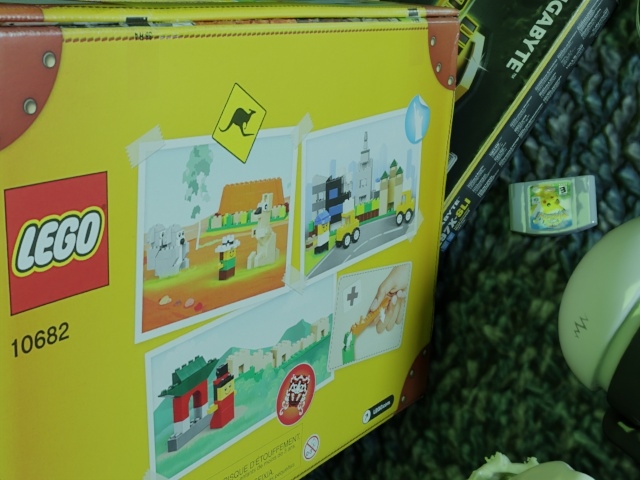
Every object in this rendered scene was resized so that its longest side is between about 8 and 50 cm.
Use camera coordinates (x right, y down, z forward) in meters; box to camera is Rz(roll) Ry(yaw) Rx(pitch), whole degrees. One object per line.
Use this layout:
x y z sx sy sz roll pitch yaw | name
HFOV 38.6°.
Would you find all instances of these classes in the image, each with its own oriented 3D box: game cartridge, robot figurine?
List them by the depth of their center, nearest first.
0.325 0.094 0.718 0.278 0.173 0.209 35 83 28 | robot figurine
0.224 -0.032 0.883 0.083 0.017 0.056 -6 79 25 | game cartridge

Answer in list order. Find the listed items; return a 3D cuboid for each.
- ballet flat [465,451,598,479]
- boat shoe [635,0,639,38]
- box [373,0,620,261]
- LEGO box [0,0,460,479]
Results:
0.226 0.227 0.636 0.409 0.147 0.147 -13 67 64 | ballet flat
0.329 -0.251 0.869 0.049 0.040 0.142 8 82 27 | boat shoe
0.104 -0.180 0.944 0.257 0.079 0.322 38 96 30 | box
-0.105 0.006 0.694 0.193 0.500 0.373 14 109 34 | LEGO box
